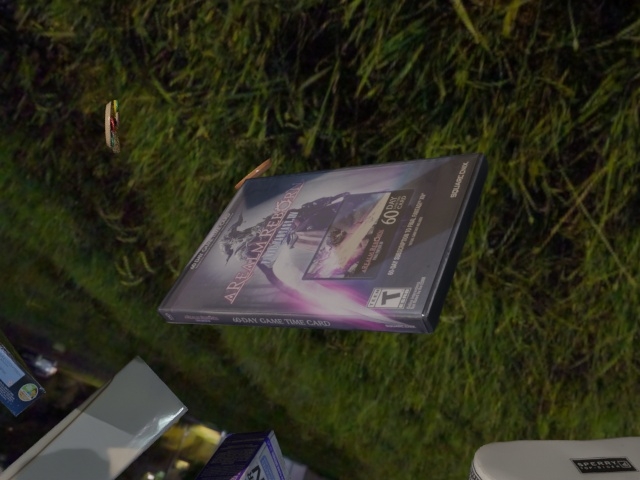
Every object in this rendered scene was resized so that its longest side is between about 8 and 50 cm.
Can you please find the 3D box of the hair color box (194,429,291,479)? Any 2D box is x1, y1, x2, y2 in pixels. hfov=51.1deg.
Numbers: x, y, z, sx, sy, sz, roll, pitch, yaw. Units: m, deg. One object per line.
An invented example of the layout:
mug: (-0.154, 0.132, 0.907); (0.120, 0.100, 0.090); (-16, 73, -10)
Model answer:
hair color box: (-0.154, 0.488, 1.103); (0.110, 0.339, 0.185); (-12, 106, 24)

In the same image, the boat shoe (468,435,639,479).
boat shoe: (0.201, 0.177, 0.442); (0.219, 0.070, 0.078); (4, -161, -3)

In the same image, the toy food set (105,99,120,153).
toy food set: (-0.352, -0.194, 1.137); (0.020, 0.083, 0.082); (0, 163, -12)

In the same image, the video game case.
video game case: (0.000, 0.000, 0.617); (0.274, 0.196, 0.026); (-2, 133, 32)

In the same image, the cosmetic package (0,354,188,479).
cosmetic package: (-0.347, 0.315, 0.964); (0.113, 0.309, 0.160); (47, 158, 0)

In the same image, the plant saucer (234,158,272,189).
plant saucer: (-0.119, -0.117, 1.209); (0.013, 0.083, 0.083); (51, 154, -5)

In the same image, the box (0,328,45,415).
box: (-0.438, 0.107, 0.832); (0.233, 0.044, 0.159); (20, 146, 50)
